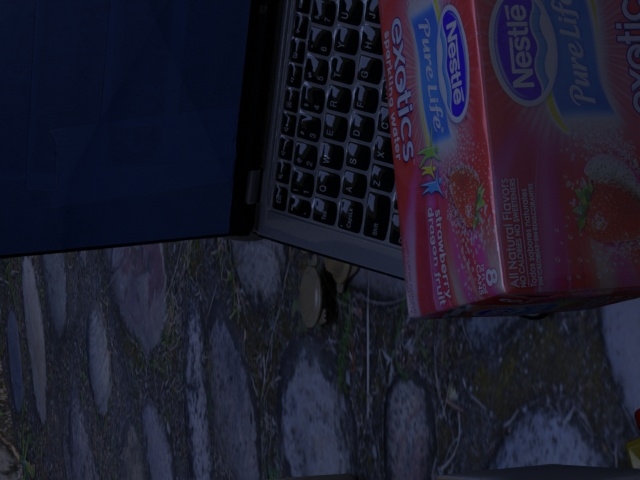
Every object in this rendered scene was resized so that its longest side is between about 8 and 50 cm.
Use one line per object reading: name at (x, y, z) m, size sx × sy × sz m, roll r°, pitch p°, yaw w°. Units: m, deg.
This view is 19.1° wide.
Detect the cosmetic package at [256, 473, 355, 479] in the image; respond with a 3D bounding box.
cosmetic package at (0.021, 0.360, 1.740) m, size 0.309 × 0.113 × 0.160 m, roll -130°, pitch 43°, yaw -59°

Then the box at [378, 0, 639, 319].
box at (0.133, -0.106, 1.208) m, size 0.154 × 0.142 × 0.299 m, roll 160°, pitch 106°, yaw -68°

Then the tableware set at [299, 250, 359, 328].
tableware set at (0.000, 0.000, 1.920) m, size 0.141 × 0.020 × 0.168 m, roll 124°, pitch 142°, yaw -55°

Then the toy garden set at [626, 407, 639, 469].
toy garden set at (0.223, 0.239, 1.259) m, size 0.244 × 0.049 × 0.203 m, roll 119°, pitch 143°, yaw -56°

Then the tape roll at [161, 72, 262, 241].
tape roll at (-0.061, -0.193, 1.627) m, size 0.072 × 0.392 × 0.392 m, roll 11°, pitch 106°, yaw 25°

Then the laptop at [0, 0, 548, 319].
laptop at (-0.032, -0.136, 1.364) m, size 0.236 × 0.408 × 0.381 m, roll -34°, pitch -44°, yaw -58°

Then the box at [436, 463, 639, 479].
box at (0.153, 0.215, 1.241) m, size 0.170 × 0.091 × 0.130 m, roll 163°, pitch 103°, yaw -70°
